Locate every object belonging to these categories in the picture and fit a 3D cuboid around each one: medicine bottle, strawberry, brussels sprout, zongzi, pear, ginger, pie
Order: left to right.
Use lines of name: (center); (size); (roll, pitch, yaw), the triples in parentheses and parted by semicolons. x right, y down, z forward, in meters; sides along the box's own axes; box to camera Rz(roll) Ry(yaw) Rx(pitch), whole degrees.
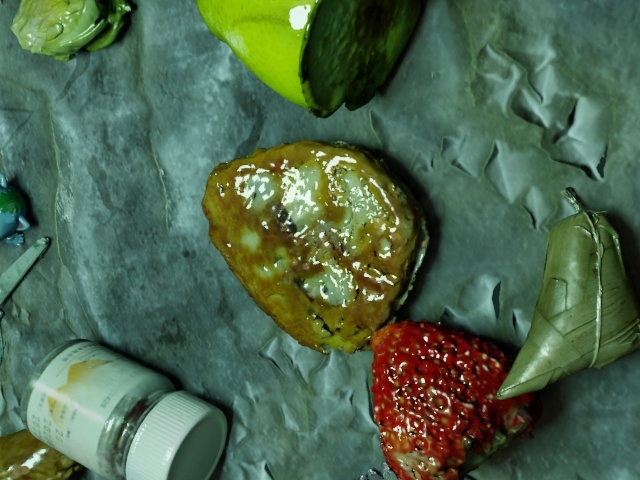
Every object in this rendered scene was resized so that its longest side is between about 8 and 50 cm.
ginger: (-0.532, 0.406, 1.228); (0.321, 0.172, 0.165); (-17, 131, 27)
brussels sprout: (-0.348, -0.326, 1.021); (0.181, 0.100, 0.139); (-25, 78, 31)
medicine bottle: (-0.288, 0.262, 1.065); (0.273, 0.165, 0.165); (18, 108, 24)
pear: (-0.050, -0.264, 0.792); (0.255, 0.238, 0.164); (34, 120, 16)
pie: (-0.001, 0.000, 0.905); (0.308, 0.085, 0.308); (7, 107, 24)
strawberry: (0.136, 0.174, 0.822); (0.187, 0.184, 0.201); (-44, 69, 24)
zongzi: (0.235, 0.053, 0.756); (0.178, 0.081, 0.189); (-19, 90, -9)

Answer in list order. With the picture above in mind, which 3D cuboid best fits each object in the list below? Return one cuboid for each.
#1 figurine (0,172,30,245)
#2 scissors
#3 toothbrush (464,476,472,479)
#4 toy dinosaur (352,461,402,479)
figurine: (-0.565, -0.034, 1.172); (0.178, 0.145, 0.114); (-13, 90, 41)
scissors: (-0.562, 0.098, 1.257); (0.360, 0.029, 0.191); (-40, 85, 26)
toothbrush: (0.252, 0.341, 0.872); (0.375, 0.028, 0.037); (25, 105, 21)
toy dinosaur: (0.089, 0.332, 0.948); (0.209, 0.039, 0.082); (-2, 96, 17)
